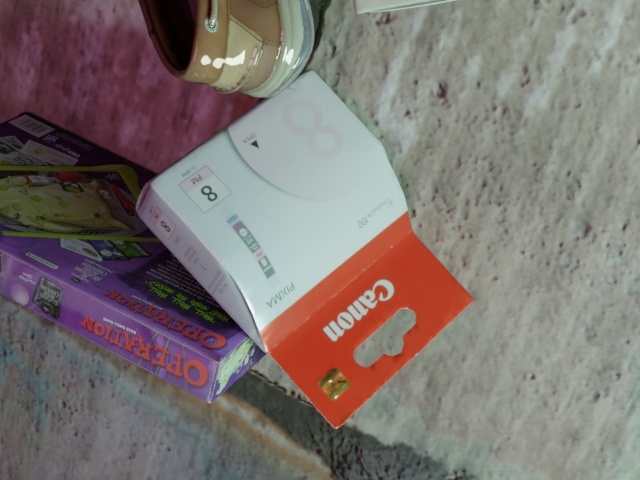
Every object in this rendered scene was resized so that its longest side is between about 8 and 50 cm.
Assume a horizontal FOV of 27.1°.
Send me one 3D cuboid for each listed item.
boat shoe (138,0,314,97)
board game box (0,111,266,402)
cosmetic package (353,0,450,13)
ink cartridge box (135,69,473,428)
[{"bbox_3d":[-0.113,-0.259,1.020,0.123,0.116,0.324,-42,67,44],"label":"boat shoe"},{"bbox_3d":[-0.181,0.001,1.127,0.347,0.208,0.056,26,117,18],"label":"board game box"},{"bbox_3d":[0.071,-0.326,0.920,0.113,0.160,0.309,-4,106,27],"label":"cosmetic package"},{"bbox_3d":[0.000,0.000,1.048,0.232,0.189,0.066,45,146,9],"label":"ink cartridge box"}]
